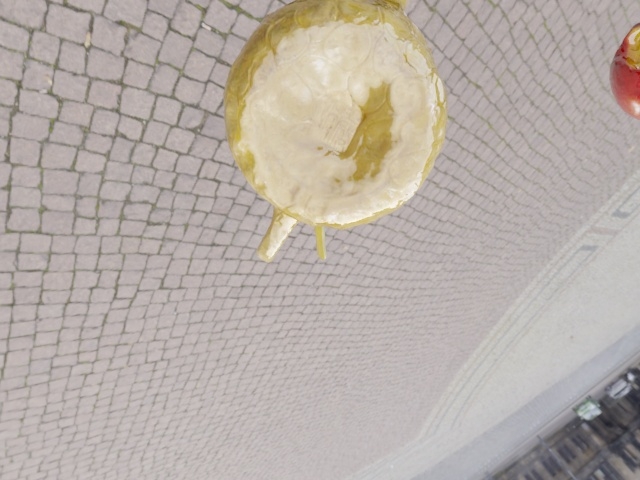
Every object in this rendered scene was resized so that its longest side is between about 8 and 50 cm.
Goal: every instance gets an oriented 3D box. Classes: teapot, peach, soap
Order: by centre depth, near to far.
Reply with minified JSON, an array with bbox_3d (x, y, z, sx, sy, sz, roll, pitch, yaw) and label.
[{"bbox_3d":[0.012,-0.115,0.420,0.203,0.167,0.311,26,111,-3],"label":"teapot"},{"bbox_3d":[0.418,-0.193,0.488,0.118,0.151,0.151,-50,142,14],"label":"peach"},{"bbox_3d":[0.000,0.000,0.896,0.012,0.034,0.089,-19,115,-32],"label":"soap"}]
